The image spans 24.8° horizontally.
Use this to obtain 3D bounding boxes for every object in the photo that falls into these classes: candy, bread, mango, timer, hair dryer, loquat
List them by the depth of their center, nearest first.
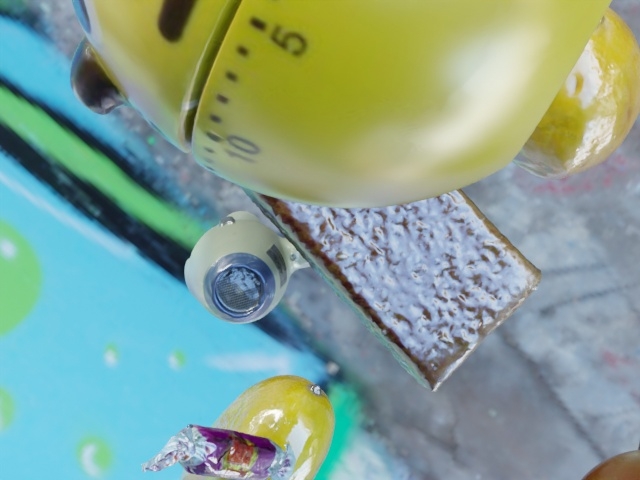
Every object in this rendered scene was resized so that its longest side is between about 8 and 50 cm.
[{"bbox_3d":[-0.019,-0.206,0.825,0.386,0.376,0.376,32,140,3],"label":"timer"},{"bbox_3d":[-0.077,0.171,1.156,0.043,0.045,0.175,29,-175,40],"label":"candy"},{"bbox_3d":[-0.065,0.199,1.358,0.091,0.137,0.237,35,150,-14],"label":"mango"},{"bbox_3d":[0.022,-0.060,1.385,0.416,0.165,0.113,49,-179,-6],"label":"bread"},{"bbox_3d":[0.271,-0.169,1.623,0.176,0.187,0.234,23,136,13],"label":"loquat"},{"bbox_3d":[-0.031,0.001,1.681,0.296,0.298,0.119,18,125,66],"label":"hair dryer"}]

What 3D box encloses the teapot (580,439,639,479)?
[{"bbox_3d":[0.269,0.222,1.076,0.178,0.252,0.135,31,150,-32],"label":"teapot"}]
